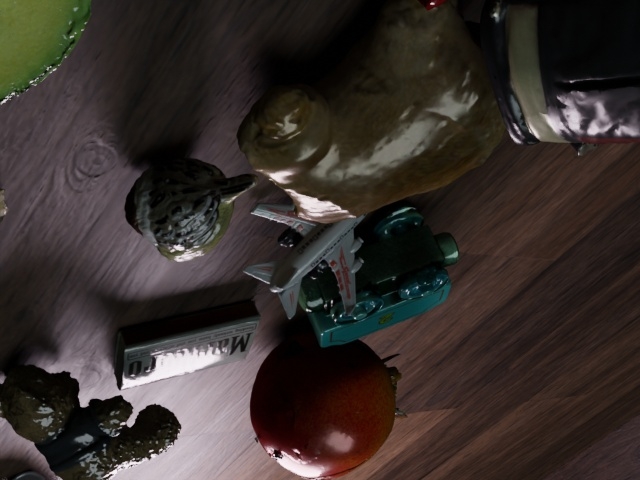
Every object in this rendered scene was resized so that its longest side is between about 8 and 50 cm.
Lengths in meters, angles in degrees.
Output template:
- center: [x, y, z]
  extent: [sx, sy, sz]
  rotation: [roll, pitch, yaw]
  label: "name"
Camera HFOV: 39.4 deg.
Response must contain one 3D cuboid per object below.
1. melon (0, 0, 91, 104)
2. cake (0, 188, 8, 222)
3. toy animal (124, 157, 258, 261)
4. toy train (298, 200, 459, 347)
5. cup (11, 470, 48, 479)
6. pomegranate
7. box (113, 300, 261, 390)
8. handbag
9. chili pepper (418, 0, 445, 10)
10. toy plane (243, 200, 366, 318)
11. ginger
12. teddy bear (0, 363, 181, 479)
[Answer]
- center: [-0.246, -0.147, 0.601]
  extent: [0.210, 0.064, 0.118]
  rotation: [-22, 152, -2]
  label: "melon"
- center: [-0.331, -0.023, 0.771]
  extent: [0.121, 0.065, 0.052]
  rotation: [-32, 160, -39]
  label: "cake"
- center: [-0.125, -0.039, 0.830]
  extent: [0.098, 0.098, 0.137]
  rotation: [1, 155, -38]
  label: "toy animal"
- center: [0.067, 0.049, 1.107]
  extent: [0.203, 0.112, 0.163]
  rotation: [-18, 155, -9]
  label: "toy train"
- center: [-0.434, 0.392, 1.332]
  extent: [0.104, 0.074, 0.116]
  rotation: [3, 147, 7]
  label: "cup"
- center: [0.015, 0.228, 1.259]
  extent: [0.235, 0.210, 0.210]
  rotation: [-6, 145, -31]
  label: "pomegranate"
- center: [-0.170, 0.136, 1.141]
  extent: [0.178, 0.036, 0.115]
  rotation: [-12, 149, -23]
  label: "box"
- center: [0.254, -0.173, 0.730]
  extent: [0.254, 0.181, 0.181]
  rotation: [-43, 125, -36]
  label: "handbag"
- center: [0.204, -0.291, 0.641]
  extent: [0.338, 0.131, 0.134]
  rotation: [-22, 123, 1]
  label: "chili pepper"
- center: [0.000, 0.000, 0.995]
  extent: [0.171, 0.162, 0.065]
  rotation: [-47, -166, -17]
  label: "toy plane"
- center: [0.044, -0.116, 0.809]
  extent: [0.221, 0.130, 0.275]
  rotation: [8, 132, -32]
  label: "ginger"
- center: [-0.285, 0.236, 1.088]
  extent: [0.182, 0.129, 0.251]
  rotation: [-27, 136, 29]
  label: "teddy bear"
